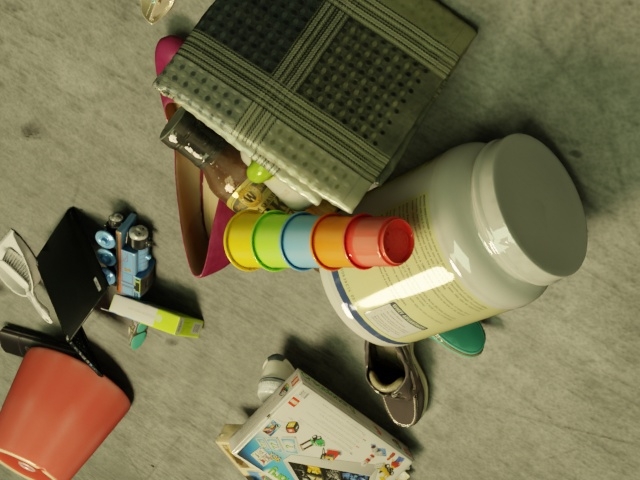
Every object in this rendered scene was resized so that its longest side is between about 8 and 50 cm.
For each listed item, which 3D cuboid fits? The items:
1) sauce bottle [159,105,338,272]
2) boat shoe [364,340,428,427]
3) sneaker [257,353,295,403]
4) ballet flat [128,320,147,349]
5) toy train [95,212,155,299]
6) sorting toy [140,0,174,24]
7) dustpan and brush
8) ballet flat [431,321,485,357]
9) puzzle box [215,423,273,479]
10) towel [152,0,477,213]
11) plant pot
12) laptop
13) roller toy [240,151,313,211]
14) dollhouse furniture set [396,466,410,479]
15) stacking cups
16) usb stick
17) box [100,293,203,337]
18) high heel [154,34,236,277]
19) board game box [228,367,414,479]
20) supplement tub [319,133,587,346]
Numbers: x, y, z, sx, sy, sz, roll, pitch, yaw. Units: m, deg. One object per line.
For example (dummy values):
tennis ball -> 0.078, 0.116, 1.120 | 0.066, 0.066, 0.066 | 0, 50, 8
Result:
sauce bottle -> -0.096, -0.081, 1.433 | 0.344, 0.111, 0.111 | 36, 139, -21
boat shoe -> 0.124, 0.231, 1.611 | 0.103, 0.092, 0.285 | 11, 130, 26
sneaker -> -0.063, 0.304, 1.804 | 0.094, 0.091, 0.258 | 9, 151, 9
ballet flat -> -0.393, 0.189, 1.966 | 0.041, 0.041, 0.114 | 33, 136, 6
toy train -> -0.379, 0.027, 1.794 | 0.105, 0.080, 0.184 | 18, 131, 8
sorting toy -> -0.259, -0.390, 1.400 | 0.075, 0.045, 0.083 | 43, 137, 6
dustpan and brush -> -0.657, 0.093, 2.038 | 0.211, 0.060, 0.147 | 48, 136, -9
ballet flat -> 0.164, 0.102, 1.504 | 0.247, 0.083, 0.087 | 40, 161, 0
puzzle box -> -0.011, 0.538, 1.940 | 0.272, 0.052, 0.409 | -8, 128, 38
towel -> -0.002, -0.233, 1.210 | 0.324, 0.312, 0.056 | 35, 173, 5
plant pot -> -0.614, 0.418, 2.099 | 0.275, 0.243, 0.275 | 19, 148, 12
laptop -> -0.482, 0.110, 1.884 | 0.234, 0.137, 0.264 | 57, 172, 35
roller toy -> -0.003, -0.143, 1.323 | 0.209, 0.191, 0.146 | -44, 95, 5
dollhouse furniture set -> 0.118, 0.456, 1.818 | 0.114, 0.091, 0.081 | 41, 121, 3
stacking cups -> 0.000, 0.000, 1.260 | 0.316, 0.096, 0.096 | 0, 125, 46
usb stick -> -0.658, 0.262, 2.191 | 0.278, 0.045, 0.077 | 10, 123, 27
box -> -0.338, 0.150, 1.847 | 0.178, 0.042, 0.109 | 17, 177, 21
high heel -> -0.202, -0.130, 1.469 | 0.127, 0.181, 0.377 | -4, 122, 36
board game box -> 0.005, 0.394, 1.718 | 0.305, 0.053, 0.193 | 40, 100, -25
supplement tub -> 0.180, 0.003, 1.286 | 0.325, 0.235, 0.235 | -25, 108, 44
